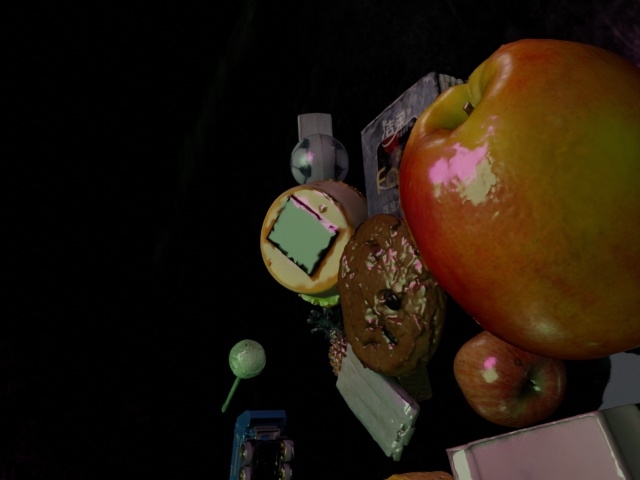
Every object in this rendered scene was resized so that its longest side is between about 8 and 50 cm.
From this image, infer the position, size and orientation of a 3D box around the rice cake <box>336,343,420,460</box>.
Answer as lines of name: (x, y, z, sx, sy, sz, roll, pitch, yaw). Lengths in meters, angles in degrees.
rice cake: (0.105, 0.295, 0.898, 0.211, 0.038, 0.124, 35, 113, 54)

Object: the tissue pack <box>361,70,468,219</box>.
tissue pack: (0.193, -0.100, 0.914, 0.259, 0.122, 0.361, -26, 64, 58)

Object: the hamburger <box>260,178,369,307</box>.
hamburger: (0.000, 0.000, 1.111, 0.276, 0.179, 0.294, 35, 107, 23)

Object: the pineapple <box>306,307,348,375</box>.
pineapple: (0.044, 0.246, 1.101, 0.221, 0.103, 0.083, -121, 35, -45)

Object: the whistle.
whistle: (-0.005, -0.231, 1.232, 0.163, 0.163, 0.290, -30, 60, 53)

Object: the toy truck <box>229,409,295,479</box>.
toy truck: (-0.173, 0.662, 1.335, 0.175, 0.146, 0.367, 171, 107, -65)

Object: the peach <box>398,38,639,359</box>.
peach: (0.296, -0.025, 0.559, 0.242, 0.380, 0.306, -19, 41, 57)

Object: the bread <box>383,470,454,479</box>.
bread: (0.165, 0.485, 0.786, 0.197, 0.170, 0.197, -14, 74, 58)

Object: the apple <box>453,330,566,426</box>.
apple: (0.273, 0.196, 0.698, 0.131, 0.146, 0.146, -177, 94, -79)

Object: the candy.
candy: (-0.283, 0.478, 1.616, 0.440, 0.119, 0.119, 116, 145, -43)

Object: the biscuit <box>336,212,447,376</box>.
biscuit: (0.108, 0.097, 0.848, 0.296, 0.075, 0.296, 4, 95, 60)

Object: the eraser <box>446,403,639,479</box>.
eraser: (0.327, 0.419, 0.587, 0.272, 0.122, 0.359, -44, 49, 44)

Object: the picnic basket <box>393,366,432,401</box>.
picnic basket: (0.145, 0.253, 0.954, 0.115, 0.079, 0.164, -39, 52, 47)
